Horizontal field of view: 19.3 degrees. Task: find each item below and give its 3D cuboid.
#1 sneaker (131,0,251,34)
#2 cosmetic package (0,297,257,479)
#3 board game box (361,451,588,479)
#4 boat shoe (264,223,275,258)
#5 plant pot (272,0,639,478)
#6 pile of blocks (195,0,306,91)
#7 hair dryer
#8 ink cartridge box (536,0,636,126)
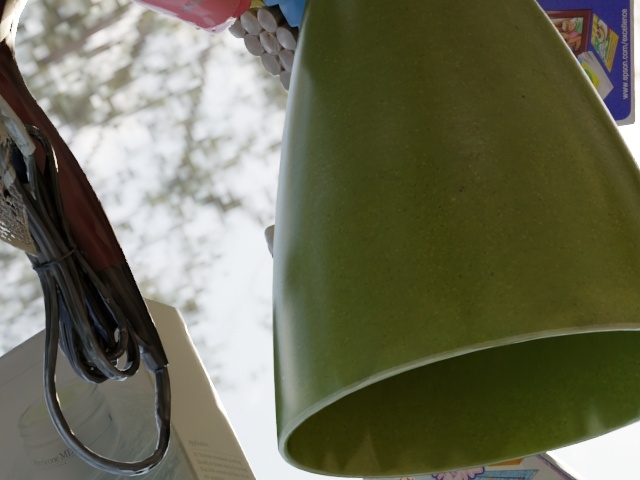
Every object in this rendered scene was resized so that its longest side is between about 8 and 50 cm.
[{"bbox_3d":[-0.144,-0.237,1.325,0.136,0.116,0.314,39,-168,-43],"label":"sneaker"},{"bbox_3d":[-0.187,0.194,1.516,0.225,0.224,0.138,63,-166,20],"label":"cosmetic package"},{"bbox_3d":[0.126,0.323,1.535,0.318,0.319,0.066,38,-176,37],"label":"board game box"},{"bbox_3d":[0.000,0.000,1.317,0.100,0.035,0.035,-3,-126,-43],"label":"boat shoe"},{"bbox_3d":[0.082,-0.031,1.183,0.275,0.274,0.294,19,-127,-53],"label":"plant pot"},{"bbox_3d":[0.038,-0.160,1.410,0.362,0.149,0.112,41,-124,15],"label":"pile of blocks"},{"bbox_3d":[-0.151,-0.050,0.840,0.223,0.080,0.293,57,-160,-52],"label":"hair dryer"},{"bbox_3d":[0.172,-0.249,1.907,0.072,0.307,0.304,-134,39,-66],"label":"ink cartridge box"}]
